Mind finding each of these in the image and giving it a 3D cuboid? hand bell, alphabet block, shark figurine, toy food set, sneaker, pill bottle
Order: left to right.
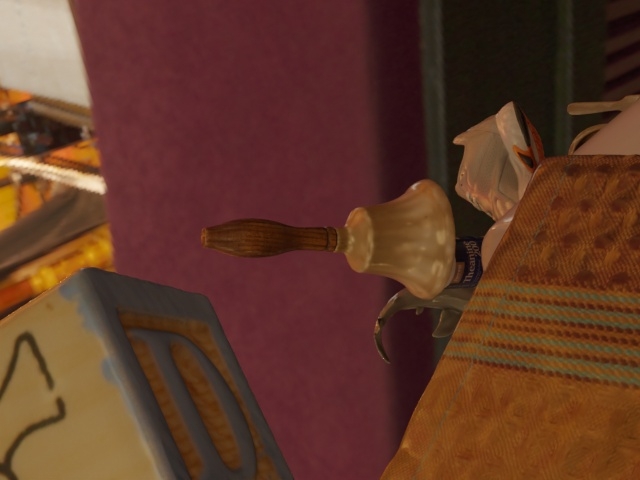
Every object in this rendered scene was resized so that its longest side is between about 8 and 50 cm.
[{"bbox_3d":[-0.159,0.155,0.772,0.197,0.193,0.192,-31,70,13],"label":"alphabet block"},{"bbox_3d":[0.000,0.000,1.113,0.126,0.242,0.126,179,90,-67],"label":"hand bell"},{"bbox_3d":[0.188,0.091,1.852,0.116,0.278,0.166,112,143,-48],"label":"shark figurine"},{"bbox_3d":[0.163,0.028,1.398,0.067,0.120,0.067,2,93,55],"label":"pill bottle"},{"bbox_3d":[0.243,-0.056,1.478,0.121,0.099,0.262,-24,48,25],"label":"sneaker"},{"bbox_3d":[0.409,-0.105,1.559,0.132,0.038,0.192,-2,118,32],"label":"toy food set"}]

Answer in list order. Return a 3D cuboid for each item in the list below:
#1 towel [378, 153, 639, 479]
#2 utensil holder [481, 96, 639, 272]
[{"bbox_3d":[0.088,0.134,0.291,0.040,0.370,0.271,40,161,-32],"label":"towel"},{"bbox_3d":[0.366,-0.008,0.862,0.327,0.385,0.327,50,168,15],"label":"utensil holder"}]
